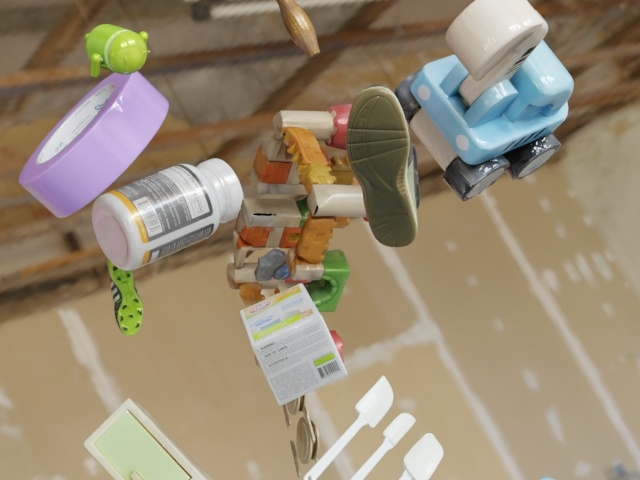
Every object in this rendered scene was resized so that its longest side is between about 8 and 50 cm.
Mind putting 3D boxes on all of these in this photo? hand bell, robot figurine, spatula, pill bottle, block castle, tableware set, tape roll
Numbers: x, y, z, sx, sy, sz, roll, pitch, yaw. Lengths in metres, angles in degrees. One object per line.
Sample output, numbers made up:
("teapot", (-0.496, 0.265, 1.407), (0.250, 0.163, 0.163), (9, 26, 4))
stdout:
("hand bell", (-0.069, -0.387, 2.030), (0.126, 0.242, 0.126), (-28, -2, -1))
("robot figurine", (-0.306, -0.286, 1.991), (0.101, 0.115, 0.067), (-31, -55, -32))
("spatula", (0.084, 0.344, 2.056), (0.019, 0.168, 0.242), (-24, 15, 49))
("pill bottle", (-0.302, -0.059, 2.654), (0.278, 0.162, 0.162), (-25, -13, -34))
("block castle", (0.000, 0.000, 2.428), (0.213, 0.303, 0.453), (0, -49, -24))
("tableware set", (-0.028, 0.326, 2.475), (0.039, 0.194, 0.128), (0, -41, -18))
("tape roll", (-0.383, -0.168, 2.248), (0.275, 0.090, 0.275), (-39, 22, 19))

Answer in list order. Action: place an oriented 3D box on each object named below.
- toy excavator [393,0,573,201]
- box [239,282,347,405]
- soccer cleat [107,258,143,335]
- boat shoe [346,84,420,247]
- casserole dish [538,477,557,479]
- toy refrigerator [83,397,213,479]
("toy excavator", (0.285, -0.270, 2.127), (0.433, 0.222, 0.445), (-23, -19, -40))
("box", (-0.045, 0.153, 2.002), (0.114, 0.103, 0.203), (-24, 14, -3))
("soccer cleat", (-0.414, 0.112, 2.803), (0.060, 0.179, 0.072), (-13, 17, -18))
("boat shoe", (0.082, -0.100, 1.676), (0.080, 0.223, 0.073), (-5, 30, 13))
("casserole dish", (0.301, 0.348, 1.484), (0.114, 0.188, 0.037), (-4, -44, -53))
("toy refrigerator", (-0.232, 0.374, 2.033), (0.102, 0.269, 0.094), (-44, -16, -6))
